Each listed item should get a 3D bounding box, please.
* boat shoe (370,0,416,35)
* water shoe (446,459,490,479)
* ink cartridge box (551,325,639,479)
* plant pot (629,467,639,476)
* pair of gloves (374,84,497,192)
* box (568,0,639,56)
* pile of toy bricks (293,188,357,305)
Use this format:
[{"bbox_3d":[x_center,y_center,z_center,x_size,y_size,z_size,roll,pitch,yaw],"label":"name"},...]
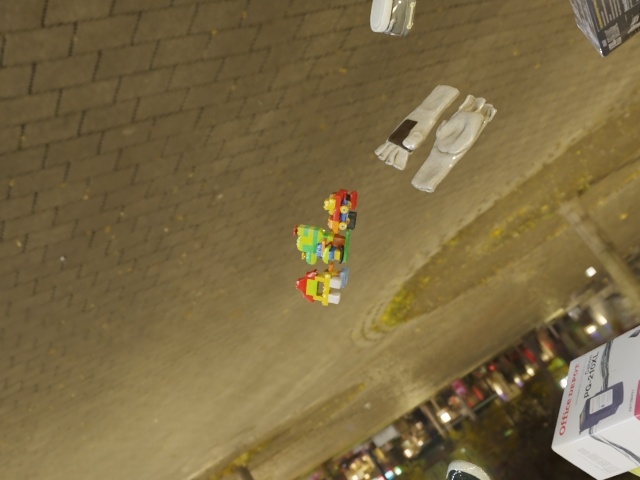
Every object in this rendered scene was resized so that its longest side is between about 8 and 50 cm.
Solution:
[{"bbox_3d":[0.193,-0.628,1.902,0.091,0.305,0.109,8,-170,-19],"label":"boat shoe"},{"bbox_3d":[0.221,0.424,1.260,0.080,0.073,0.203,-53,144,-44],"label":"water shoe"},{"bbox_3d":[0.462,0.229,1.206,0.237,0.100,0.172,-49,-169,53],"label":"ink cartridge box"},{"bbox_3d":[0.705,0.355,1.679,0.254,0.276,0.276,-62,169,-11],"label":"plant pot"},{"bbox_3d":[0.213,-0.204,1.554,0.042,0.240,0.204,39,95,-29],"label":"pair of gloves"},{"bbox_3d":[0.446,-0.386,1.094,0.242,0.076,0.307,-37,162,17],"label":"box"},{"bbox_3d":[0.000,0.000,1.499,0.118,0.105,0.212,-57,154,-64],"label":"pile of toy bricks"}]
